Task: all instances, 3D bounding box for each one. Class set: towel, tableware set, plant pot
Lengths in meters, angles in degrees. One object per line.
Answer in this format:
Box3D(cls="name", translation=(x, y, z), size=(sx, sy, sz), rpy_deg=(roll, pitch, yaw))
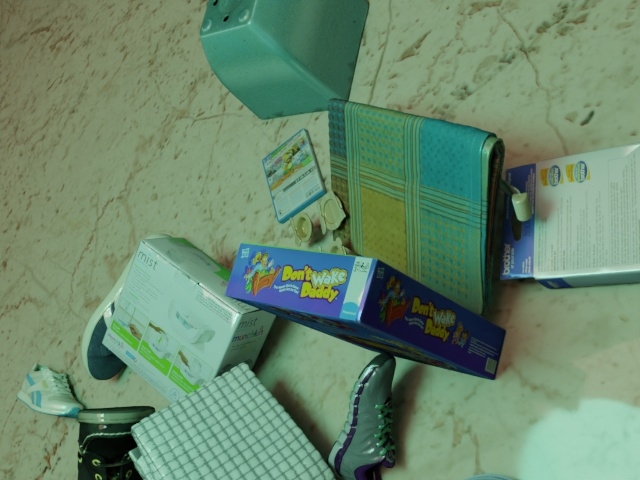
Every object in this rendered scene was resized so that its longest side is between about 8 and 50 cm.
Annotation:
Box3D(cls="towel", translation=(0.133, -0.067, 1.130), size=(0.370, 0.040, 0.272), rpy_deg=(27, 126, 50))
Box3D(cls="towel", translation=(-0.143, 0.365, 1.146), size=(0.235, 0.121, 0.283), rpy_deg=(-28, 52, -26))
Box3D(cls="tableware set", translation=(0.000, 0.000, 1.290), size=(0.168, 0.020, 0.141), rpy_deg=(-29, 72, 51))
Box3D(cls="plant pot", translation=(-0.093, -0.418, 1.442), size=(0.247, 0.252, 0.248), rpy_deg=(0, 71, 41))

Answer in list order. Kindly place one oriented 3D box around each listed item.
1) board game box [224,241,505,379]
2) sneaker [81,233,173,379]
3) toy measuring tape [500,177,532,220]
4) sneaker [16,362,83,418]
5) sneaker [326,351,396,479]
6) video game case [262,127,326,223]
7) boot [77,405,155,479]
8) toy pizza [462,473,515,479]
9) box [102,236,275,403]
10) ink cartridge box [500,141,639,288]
Box3D(cls="board game box", translation=(0.073, 0.102, 1.009), size=(0.233, 0.347, 0.078), rpy_deg=(7, 75, 41))
Box3D(cls="sneaker", translation=(-0.374, 0.163, 1.516), size=(0.148, 0.131, 0.350), rpy_deg=(34, 100, 34))
Box3D(cls="toy measuring tape", translation=(0.198, -0.099, 1.119), size=(0.121, 0.121, 0.330), rpy_deg=(-49, 31, 12))
Box3D(cls="sneaker", translation=(-0.620, 0.349, 1.668), size=(0.228, 0.087, 0.092), rpy_deg=(11, 77, 40))
Box3D(cls="sneaker", translation=(0.090, 0.281, 1.094), size=(0.098, 0.083, 0.224), rpy_deg=(31, 114, 33))
Box3D(cls="video game case", translation=(-0.056, -0.130, 1.447), size=(0.119, 0.015, 0.166), rpy_deg=(-34, 53, 25))
Box3D(cls="boot", translation=(-0.380, 0.457, 1.310), size=(0.377, 0.138, 0.284), rpy_deg=(134, 136, -59))
Box3D(cls="toy pizza", translation=(0.229, 0.415, 0.958), size=(0.201, 0.032, 0.201), rpy_deg=(-18, 60, 34))
Box3D(cls="box", translation=(-0.244, 0.154, 1.325), size=(0.262, 0.126, 0.231), rpy_deg=(32, 107, 26))
Box3D(cls="ink cartridge box", translation=(0.403, -0.034, 0.987), size=(0.311, 0.065, 0.186), rpy_deg=(-7, 67, 36))
